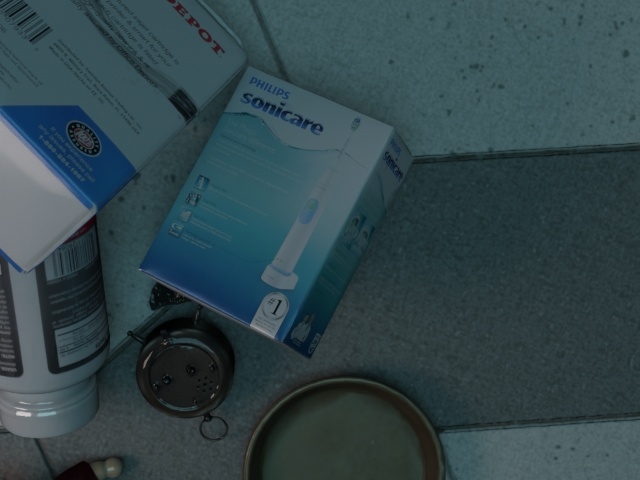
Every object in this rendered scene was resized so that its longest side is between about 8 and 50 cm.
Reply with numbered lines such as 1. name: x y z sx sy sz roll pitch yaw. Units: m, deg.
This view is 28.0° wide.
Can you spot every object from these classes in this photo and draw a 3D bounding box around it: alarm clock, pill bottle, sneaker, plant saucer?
1. alarm clock: -0.172 0.189 1.713 0.129 0.064 0.192 -22 110 5
2. pill bottle: -0.358 0.082 1.614 0.176 0.176 0.318 -3 115 -3
3. sneaker: -0.145 0.045 1.708 0.170 0.051 0.089 -4 98 2
4. plant saucer: 0.032 0.317 1.759 0.278 0.041 0.277 0 97 -3

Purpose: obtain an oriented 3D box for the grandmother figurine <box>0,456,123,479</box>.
1. grandmother figurine: -0.305 0.383 1.697 0.342 0.104 0.207 14 54 -13

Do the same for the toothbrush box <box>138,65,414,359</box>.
1. toothbrush box: -0.051 -0.036 1.597 0.216 0.126 0.295 24 84 21

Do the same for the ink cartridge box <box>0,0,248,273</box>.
1. ink cartridge box: -0.299 -0.194 1.487 0.285 0.395 0.166 47 128 -8
